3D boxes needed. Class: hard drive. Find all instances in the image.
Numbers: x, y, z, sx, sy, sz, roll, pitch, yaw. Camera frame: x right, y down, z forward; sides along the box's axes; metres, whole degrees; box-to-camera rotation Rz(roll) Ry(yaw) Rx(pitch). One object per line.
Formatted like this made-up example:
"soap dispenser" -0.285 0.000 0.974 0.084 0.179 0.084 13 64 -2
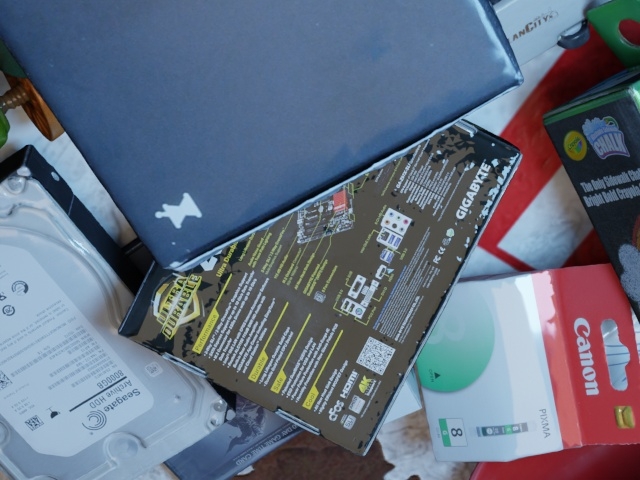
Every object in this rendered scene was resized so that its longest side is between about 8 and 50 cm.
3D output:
"hard drive" -0.271 0.101 1.599 0.237 0.064 0.339 -31 115 13

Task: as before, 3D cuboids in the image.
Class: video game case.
"video game case" -0.133 0.121 1.663 0.196 0.026 0.274 -34 113 14

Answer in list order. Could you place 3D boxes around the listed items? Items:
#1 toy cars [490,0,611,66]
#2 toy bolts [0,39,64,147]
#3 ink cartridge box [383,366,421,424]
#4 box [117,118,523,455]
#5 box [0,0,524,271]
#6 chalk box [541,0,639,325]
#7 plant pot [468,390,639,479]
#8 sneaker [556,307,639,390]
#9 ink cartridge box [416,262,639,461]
"toy cars" 0.214 -0.290 1.436 0.176 0.087 0.393 9 123 -39
"toy bolts" -0.285 -0.188 1.417 0.158 0.228 0.218 -34 94 -13
"ink cartridge box" 0.046 0.134 1.623 0.088 0.122 0.052 -25 115 10
"box" 0.000 0.000 1.504 0.257 0.079 0.322 27 96 0
"box" -0.115 -0.319 1.192 0.297 0.472 0.480 -27 115 11
"chalk box" 0.332 -0.088 1.445 0.179 0.180 0.289 -27 95 -18
"plant pot" 0.317 0.314 1.669 0.275 0.275 0.243 -28 125 11
"sneaker" 0.322 0.098 1.607 0.129 0.111 0.297 46 110 4
"ink cartridge box" 0.195 0.120 1.572 0.225 0.056 0.181 -7 97 40
